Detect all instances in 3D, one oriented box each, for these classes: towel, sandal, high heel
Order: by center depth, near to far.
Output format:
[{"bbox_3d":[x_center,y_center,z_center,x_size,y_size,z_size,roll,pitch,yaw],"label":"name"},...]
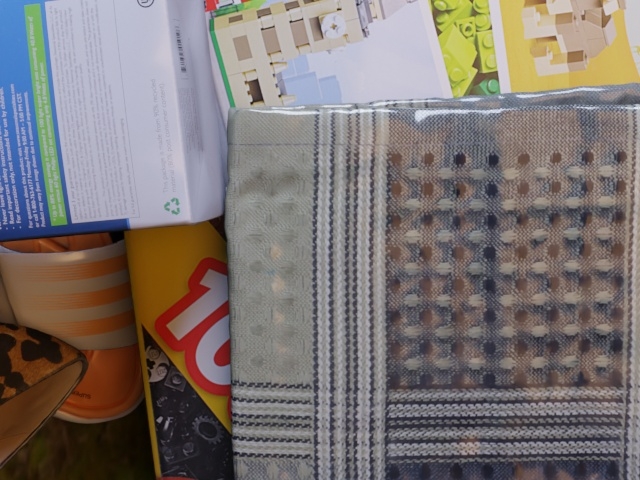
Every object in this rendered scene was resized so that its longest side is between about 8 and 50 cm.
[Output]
[{"bbox_3d":[0.105,0.077,0.844,0.312,0.056,0.324,0,98,1],"label":"towel"},{"bbox_3d":[-0.215,0.165,0.874,0.186,0.093,0.261,-11,57,-4],"label":"high heel"},{"bbox_3d":[-0.167,-0.007,0.972,0.102,0.076,0.265,-16,99,-22],"label":"sandal"}]

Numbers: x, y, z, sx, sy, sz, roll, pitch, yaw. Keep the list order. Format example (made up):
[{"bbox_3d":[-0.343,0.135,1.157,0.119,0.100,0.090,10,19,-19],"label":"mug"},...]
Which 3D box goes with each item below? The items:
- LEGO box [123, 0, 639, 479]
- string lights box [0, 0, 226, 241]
[{"bbox_3d":[0.063,-0.084,0.944,0.372,0.193,0.500,-7,95,-1],"label":"LEGO box"},{"bbox_3d":[-0.189,-0.064,0.821,0.259,0.077,0.133,-5,95,12],"label":"string lights box"}]
